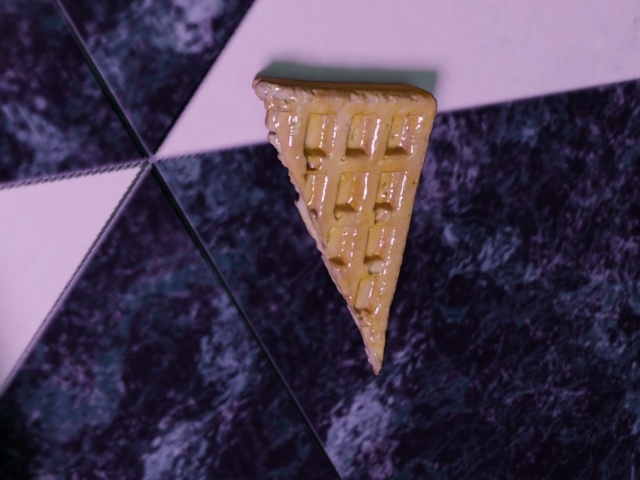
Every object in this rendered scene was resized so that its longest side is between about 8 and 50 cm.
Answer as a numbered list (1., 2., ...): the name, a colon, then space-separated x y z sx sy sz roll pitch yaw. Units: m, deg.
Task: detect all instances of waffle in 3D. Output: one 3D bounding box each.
1. waffle: 0.000 0.000 0.619 0.125 0.032 0.191 -3 115 -33
